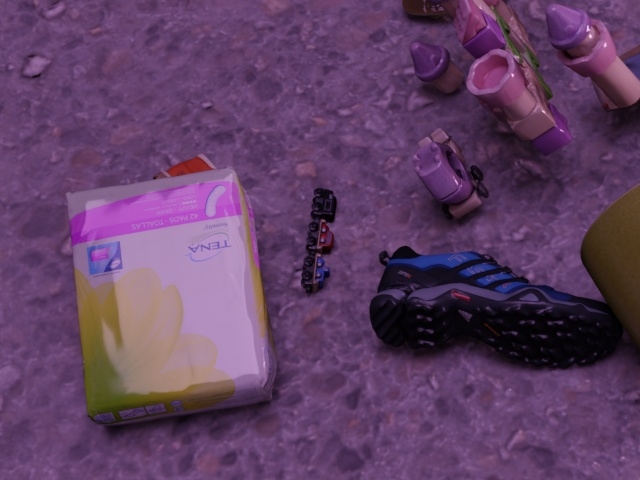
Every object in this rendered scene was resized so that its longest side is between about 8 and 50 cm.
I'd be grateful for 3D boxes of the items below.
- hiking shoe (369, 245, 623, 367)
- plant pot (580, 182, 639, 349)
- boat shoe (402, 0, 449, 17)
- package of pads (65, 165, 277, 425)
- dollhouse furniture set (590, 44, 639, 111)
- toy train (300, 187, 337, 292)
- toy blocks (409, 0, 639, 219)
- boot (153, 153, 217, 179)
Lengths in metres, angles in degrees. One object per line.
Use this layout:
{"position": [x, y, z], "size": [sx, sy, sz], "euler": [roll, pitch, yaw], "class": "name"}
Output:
{"position": [0.215, 0.065, 1.798], "size": [0.304, 0.113, 0.132], "euler": [8, 47, 5], "class": "hiking shoe"}
{"position": [0.470, 0.092, 1.659], "size": [0.275, 0.275, 0.293], "euler": [-16, 61, -3], "class": "plant pot"}
{"position": [0.193, -0.345, 2.116], "size": [0.153, 0.048, 0.056], "euler": [-15, 68, 6], "class": "boat shoe"}
{"position": [-0.180, 0.068, 1.826], "size": [0.229, 0.101, 0.296], "euler": [-9, 71, 2], "class": "package of pads"}
{"position": [0.456, -0.170, 1.902], "size": [0.129, 0.129, 0.184], "euler": [-13, 79, -38], "class": "dollhouse furniture set"}
{"position": [0.000, 0.000, 1.921], "size": [0.036, 0.027, 0.158], "euler": [8, 57, 0], "class": "toy train"}
{"position": [0.189, -0.253, 1.857], "size": [0.309, 0.260, 0.288], "euler": [-34, 44, 21], "class": "toy blocks"}
{"position": [-0.145, -0.055, 1.960], "size": [0.084, 0.059, 0.158], "euler": [-31, 57, -18], "class": "boot"}
